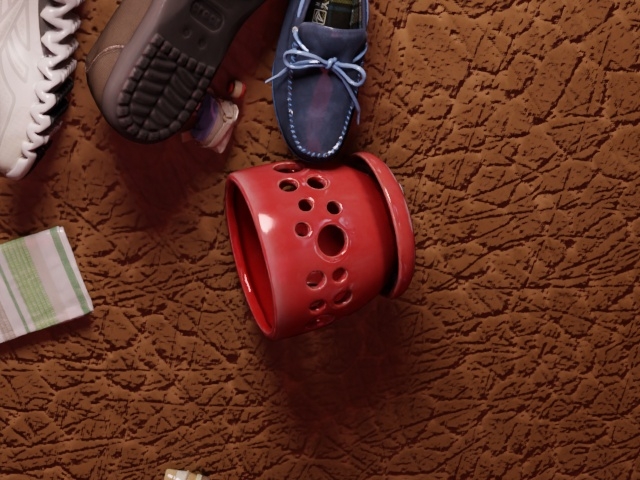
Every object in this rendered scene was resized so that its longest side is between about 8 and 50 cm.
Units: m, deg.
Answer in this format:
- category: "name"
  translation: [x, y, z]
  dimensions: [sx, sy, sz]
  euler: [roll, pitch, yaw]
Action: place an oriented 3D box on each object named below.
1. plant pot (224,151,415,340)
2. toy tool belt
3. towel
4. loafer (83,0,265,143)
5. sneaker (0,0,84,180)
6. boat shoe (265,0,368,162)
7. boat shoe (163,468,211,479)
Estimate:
- category: "plant pot"
  translation: [0.000, 0.000, 1.335]
  dimensions: [0.174, 0.191, 0.191]
  euler: [-14, 113, -16]
- category: "toy tool belt"
  translation: [-0.118, -0.140, 1.323]
  dimensions: [0.051, 0.052, 0.083]
  euler: [14, 107, -26]
- category: "towel"
  translation: [-0.344, 0.054, 1.368]
  dimensions: [0.152, 0.023, 0.113]
  euler: [-18, 111, -3]
- category: "loafer"
  translation: [-0.130, -0.277, 1.224]
  dimensions: [0.366, 0.130, 0.134]
  euler: [-55, 139, -6]
- category: "sneaker"
  translation: [-0.305, -0.208, 1.236]
  dimensions: [0.118, 0.110, 0.292]
  euler: [11, 102, -6]
- category: "boat shoe"
  translation: [-0.002, -0.211, 1.259]
  dimensions: [0.109, 0.089, 0.258]
  euler: [0, 90, -15]
- category: "boat shoe"
  translation: [-0.197, 0.368, 1.502]
  dimensions: [0.072, 0.068, 0.190]
  euler: [19, 96, -6]
